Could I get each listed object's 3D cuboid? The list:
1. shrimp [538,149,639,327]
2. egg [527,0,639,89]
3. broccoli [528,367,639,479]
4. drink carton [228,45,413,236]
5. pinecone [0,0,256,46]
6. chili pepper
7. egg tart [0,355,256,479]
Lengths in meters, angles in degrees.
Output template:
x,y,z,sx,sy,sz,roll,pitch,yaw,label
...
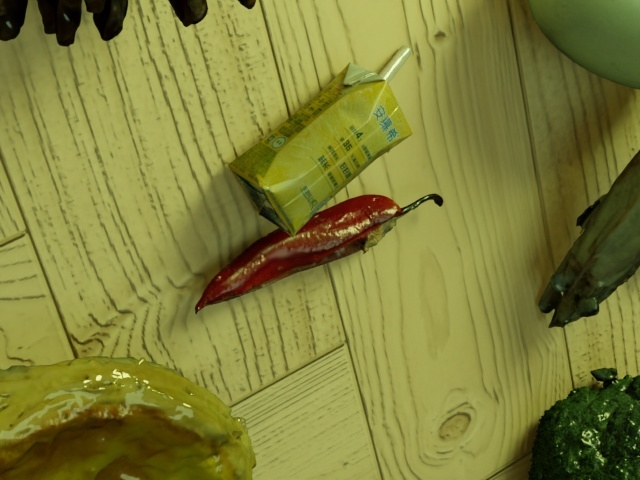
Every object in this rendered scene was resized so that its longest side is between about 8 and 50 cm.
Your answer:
x,y,z,sx,sy,sz,roll,pitch,yaw,label
0.353,-0.036,1.423,0.360,0.085,0.247,-50,153,22,shrimp
0.307,-0.227,1.298,0.264,0.183,0.182,-1,110,-27,egg
0.362,0.298,1.516,0.304,0.321,0.283,-55,159,10,broccoli
0.021,-0.096,1.234,0.200,0.074,0.084,-41,126,-11,drink carton
-0.144,-0.247,0.979,0.309,0.244,0.244,-23,122,-6,pinecone
0.000,0.000,1.278,0.268,0.059,0.050,-22,82,-21,chili pepper
-0.218,0.226,1.172,0.341,0.132,0.341,-13,116,-27,egg tart
